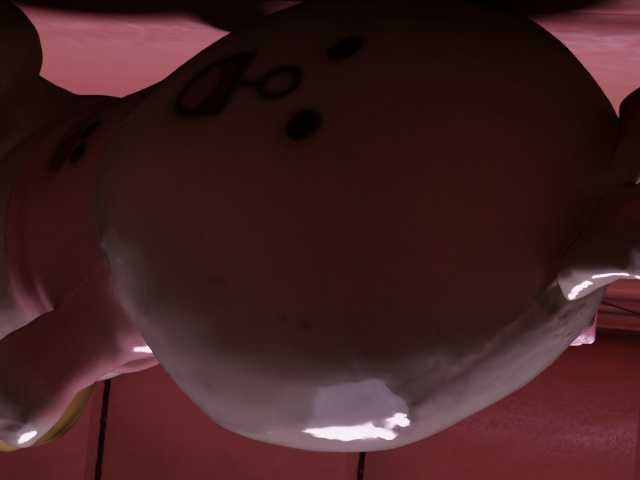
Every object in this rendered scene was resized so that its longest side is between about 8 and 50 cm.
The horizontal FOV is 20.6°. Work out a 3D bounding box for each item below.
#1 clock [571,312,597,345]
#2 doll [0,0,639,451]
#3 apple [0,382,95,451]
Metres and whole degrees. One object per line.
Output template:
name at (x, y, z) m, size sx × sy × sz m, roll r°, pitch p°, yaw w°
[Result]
clock at (0.048, 0.027, 1.213) m, size 0.290 × 0.080 × 0.275 m, roll 0°, pitch 170°, yaw 24°
doll at (-0.014, -0.008, 0.494) m, size 0.275 × 0.155 × 0.113 m, roll 3°, pitch 138°, yaw 29°
apple at (-0.322, 0.087, 1.694) m, size 0.262 × 0.262 × 0.262 m, roll 5°, pitch 176°, yaw 0°
